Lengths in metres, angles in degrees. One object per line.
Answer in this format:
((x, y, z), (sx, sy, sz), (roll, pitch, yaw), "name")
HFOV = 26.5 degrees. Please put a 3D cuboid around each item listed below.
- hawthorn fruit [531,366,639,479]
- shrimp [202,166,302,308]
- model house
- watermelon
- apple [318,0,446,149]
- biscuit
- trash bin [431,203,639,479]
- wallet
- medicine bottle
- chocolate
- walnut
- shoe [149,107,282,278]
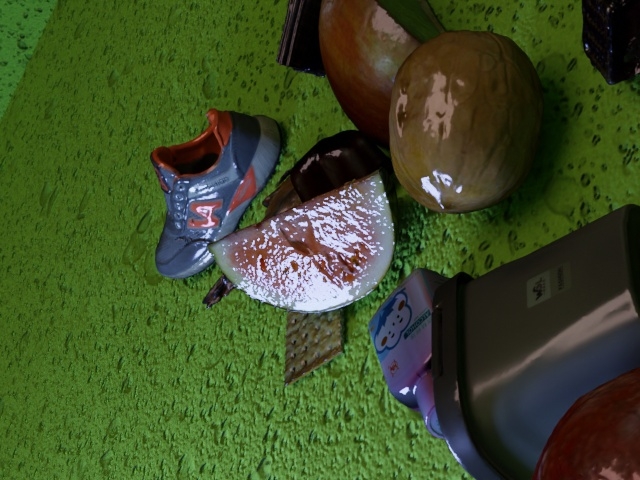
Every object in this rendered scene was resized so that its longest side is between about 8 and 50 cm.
((0.306, 0.230, 1.122), (0.284, 0.284, 0.284), (-35, 44, 44), "hawthorn fruit")
((-0.085, -0.001, 2.068), (0.262, 0.066, 0.117), (-48, 19, 7), "shrimp")
((0.349, -0.238, 1.474), (0.152, 0.106, 0.165), (-54, 29, 21), "model house")
((0.014, -0.007, 1.854), (0.303, 0.159, 0.128), (-23, 21, 34), "watermelon")
((0.092, -0.265, 1.884), (0.179, 0.254, 0.346), (-22, 40, -1), "apple")
((-0.009, 0.081, 1.939), (0.139, 0.016, 0.231), (-36, 44, 42), "biscuit")
((0.253, 0.108, 1.324), (0.250, 0.219, 0.220), (-33, 39, 35), "trash bin")
((-0.009, -0.306, 2.005), (0.230, 0.042, 0.124), (-13, -63, -76), "wallet")
((0.137, 0.136, 1.595), (0.119, 0.094, 0.188), (-51, 35, 27), "medicine bottle")
((0.029, -0.111, 1.894), (0.148, 0.080, 0.125), (-24, 23, 33), "chocolate")
((0.171, -0.139, 1.624), (0.195, 0.195, 0.222), (-8, 67, 56), "walnut")
((-0.212, -0.082, 2.208), (0.336, 0.171, 0.132), (-53, 34, 24), "shoe")
